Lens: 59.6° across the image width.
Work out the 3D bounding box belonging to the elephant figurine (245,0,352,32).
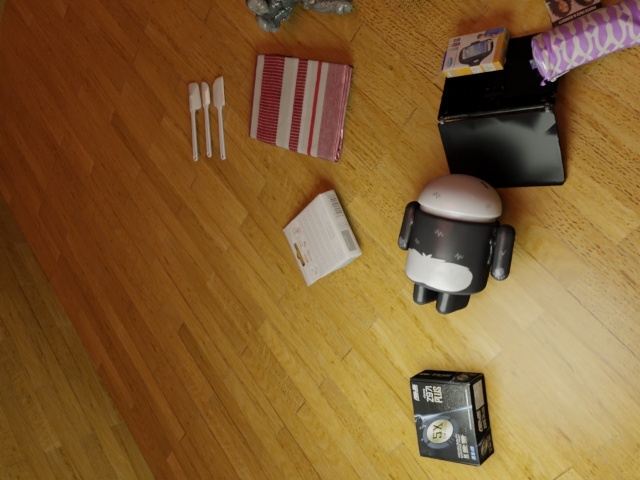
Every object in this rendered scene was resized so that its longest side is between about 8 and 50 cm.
[{"bbox_3d":[-0.054,-0.621,1.357,0.239,0.186,0.169,-16,42,30],"label":"elephant figurine"}]

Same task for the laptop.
[{"bbox_3d":[0.371,-0.254,1.120,0.234,0.136,0.265,2,71,39],"label":"laptop"}]

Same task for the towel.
[{"bbox_3d":[-0.061,-0.352,1.453,0.329,0.037,0.237,22,111,38],"label":"towel"}]

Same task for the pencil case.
[{"bbox_3d":[0.464,-0.341,0.951,0.206,0.086,0.088,-19,89,22],"label":"pencil case"}]

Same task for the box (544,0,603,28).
[{"bbox_3d":[0.427,-0.493,1.001,0.087,0.058,0.232,-17,83,25],"label":"box"}]

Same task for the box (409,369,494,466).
[{"bbox_3d":[0.287,0.384,1.229,0.147,0.077,0.180,-6,92,41],"label":"box"}]

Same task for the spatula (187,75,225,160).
[{"bbox_3d":[-0.345,-0.364,1.700,0.168,0.019,0.242,1,98,34],"label":"spatula"}]

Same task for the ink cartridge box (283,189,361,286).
[{"bbox_3d":[0.000,0.000,1.450,0.224,0.056,0.181,-41,69,55],"label":"ink cartridge box"}]

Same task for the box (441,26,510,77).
[{"bbox_3d":[0.303,-0.374,1.118,0.136,0.028,0.081,4,73,38],"label":"box"}]

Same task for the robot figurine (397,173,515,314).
[{"bbox_3d":[0.269,0.004,1.138,0.209,0.173,0.278,8,104,3],"label":"robot figurine"}]
